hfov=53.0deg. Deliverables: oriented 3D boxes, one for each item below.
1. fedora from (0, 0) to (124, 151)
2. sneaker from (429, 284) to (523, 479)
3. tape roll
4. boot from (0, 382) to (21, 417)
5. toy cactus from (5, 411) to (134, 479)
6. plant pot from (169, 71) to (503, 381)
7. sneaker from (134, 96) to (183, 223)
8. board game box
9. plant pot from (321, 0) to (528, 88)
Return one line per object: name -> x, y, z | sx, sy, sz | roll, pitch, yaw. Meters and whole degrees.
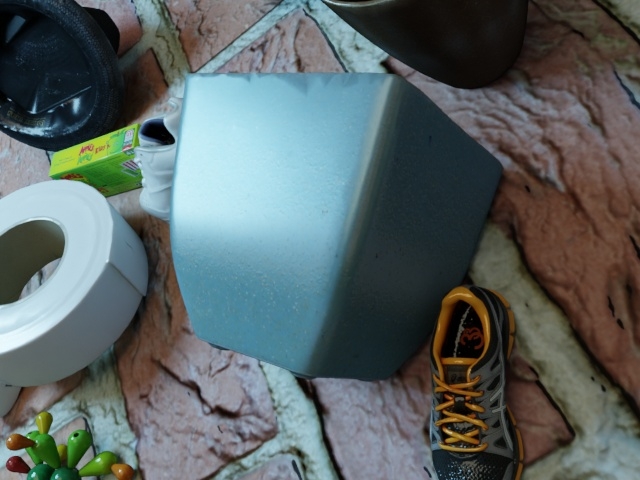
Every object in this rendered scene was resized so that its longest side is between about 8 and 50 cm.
fedora -> -0.455, -0.312, 1.086 | 0.334, 0.334, 0.152 | -13, 33, 28
sneaker -> 0.131, 0.140, 0.581 | 0.084, 0.083, 0.214 | -8, 67, 28
tape roll -> -0.390, 0.053, 0.895 | 0.287, 0.100, 0.286 | -9, 53, 13
boot -> -0.474, 0.167, 0.968 | 0.086, 0.069, 0.189 | 30, 88, 32
toy cactus -> -0.329, 0.325, 0.797 | 0.219, 0.112, 0.180 | 19, 91, 29
plant pot -> 0.000, 0.000, 0.637 | 0.247, 0.248, 0.252 | 11, 85, 36
sneaker -> -0.182, -0.109, 0.829 | 0.297, 0.129, 0.110 | -30, 48, 52
board game box -> -0.311, -0.115, 0.974 | 0.182, 0.092, 0.043 | -12, 63, 29
plant pot -> 0.128, -0.263, 0.667 | 0.216, 0.230, 0.215 | -14, 62, 28
